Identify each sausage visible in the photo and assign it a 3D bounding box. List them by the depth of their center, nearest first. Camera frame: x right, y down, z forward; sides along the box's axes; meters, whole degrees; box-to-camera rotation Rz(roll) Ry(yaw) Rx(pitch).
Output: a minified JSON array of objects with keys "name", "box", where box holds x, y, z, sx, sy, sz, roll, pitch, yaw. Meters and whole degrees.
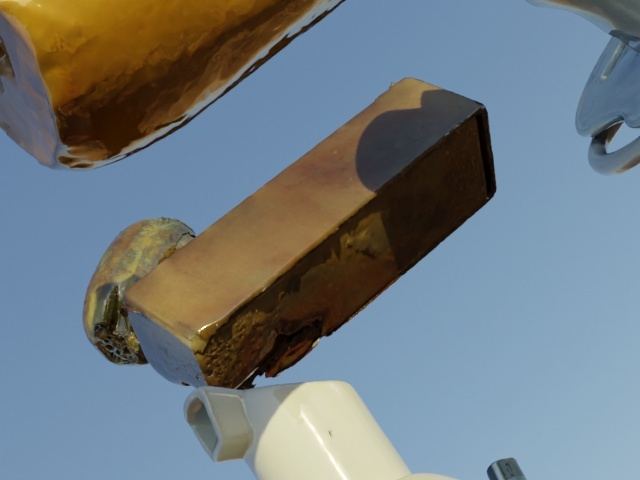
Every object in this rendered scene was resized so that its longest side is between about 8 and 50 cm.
[{"name":"sausage","box":[-0.014,-0.147,0.552,0.328,0.112,0.112,-40,-30,-29]}]

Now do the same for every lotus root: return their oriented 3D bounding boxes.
[{"name":"lotus root","box":[-0.283,0.076,2.033,0.275,0.152,0.160,-66,-33,-43]}]

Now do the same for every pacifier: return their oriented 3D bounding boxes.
[{"name":"pacifier","box":[0.267,-0.195,1.149,0.238,0.226,0.287,-56,6,0]}]

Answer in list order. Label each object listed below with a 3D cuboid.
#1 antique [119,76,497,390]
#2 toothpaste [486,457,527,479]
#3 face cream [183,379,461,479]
[{"name":"antique","box":[0.000,0.000,0.950,0.310,0.087,0.093,-39,-44,-28]},{"name":"toothpaste","box":[0.234,0.331,1.311,0.039,0.239,0.062,-10,-39,-17]},{"name":"face cream","box":[0.068,0.206,0.611,0.145,0.369,0.145,-28,-23,-13]}]
